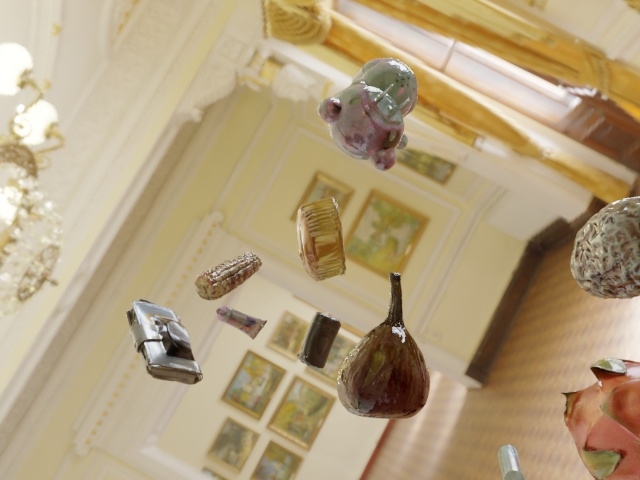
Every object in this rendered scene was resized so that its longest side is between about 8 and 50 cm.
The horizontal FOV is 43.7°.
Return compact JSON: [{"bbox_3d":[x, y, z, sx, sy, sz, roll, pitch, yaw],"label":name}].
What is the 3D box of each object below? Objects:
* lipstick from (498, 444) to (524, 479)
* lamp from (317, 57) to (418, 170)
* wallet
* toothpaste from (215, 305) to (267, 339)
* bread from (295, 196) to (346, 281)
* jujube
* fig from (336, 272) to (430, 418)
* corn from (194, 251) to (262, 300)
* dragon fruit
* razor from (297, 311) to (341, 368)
[{"bbox_3d":[0.438,0.520,1.838,0.048,0.048,0.158,-63,-4,9],"label":"lipstick"},{"bbox_3d":[0.153,-0.346,2.064,0.247,0.247,0.301,-31,20,49],"label":"lamp"},{"bbox_3d":[-0.378,0.243,1.935,0.069,0.170,0.231,-51,42,17],"label":"wallet"},{"bbox_3d":[-0.140,0.142,1.408,0.045,0.028,0.170,-57,-27,-3],"label":"toothpaste"},{"bbox_3d":[0.000,0.000,1.882,0.132,0.114,0.191,-116,13,-68],"label":"bread"},{"bbox_3d":[0.690,0.020,1.794,0.226,0.226,0.317,-61,-2,-11],"label":"jujube"},{"bbox_3d":[0.112,0.220,1.587,0.190,0.190,0.290,-34,-66,-81],"label":"fig"},{"bbox_3d":[-0.221,0.081,1.960,0.237,0.079,0.079,-35,-26,-56],"label":"corn"},{"bbox_3d":[0.471,0.265,1.126,0.227,0.224,0.224,-18,37,58],"label":"dragon fruit"},{"bbox_3d":[-0.003,0.271,2.156,0.054,0.090,0.148,11,78,57],"label":"razor"}]
